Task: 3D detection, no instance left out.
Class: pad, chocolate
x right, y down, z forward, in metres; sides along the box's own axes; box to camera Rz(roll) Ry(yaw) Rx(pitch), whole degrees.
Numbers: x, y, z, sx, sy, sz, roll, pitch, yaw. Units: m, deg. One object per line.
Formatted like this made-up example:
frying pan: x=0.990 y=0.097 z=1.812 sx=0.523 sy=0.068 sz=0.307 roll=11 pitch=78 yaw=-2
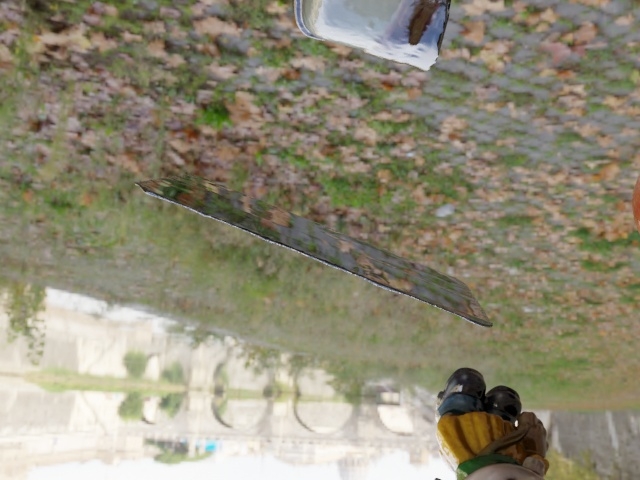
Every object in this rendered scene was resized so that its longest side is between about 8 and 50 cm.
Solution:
pad: x=0.000 y=0.000 z=0.358 sx=0.157 sy=0.003 sz=0.112 roll=22 pitch=-172 yaw=1
chocolate: x=0.055 y=-0.365 z=1.004 sx=0.186 sy=0.283 sz=0.283 roll=-1 pitch=168 yaw=-3

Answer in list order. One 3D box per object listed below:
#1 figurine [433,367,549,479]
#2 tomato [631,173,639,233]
figurine: x=0.210 y=0.322 z=0.944 sx=0.185 sy=0.204 sz=0.332 roll=25 pitch=-166 yaw=-15
tomato: x=0.611 y=-0.088 z=1.066 sx=0.273 sy=0.341 sz=0.341 roll=29 pitch=165 yaw=-3
